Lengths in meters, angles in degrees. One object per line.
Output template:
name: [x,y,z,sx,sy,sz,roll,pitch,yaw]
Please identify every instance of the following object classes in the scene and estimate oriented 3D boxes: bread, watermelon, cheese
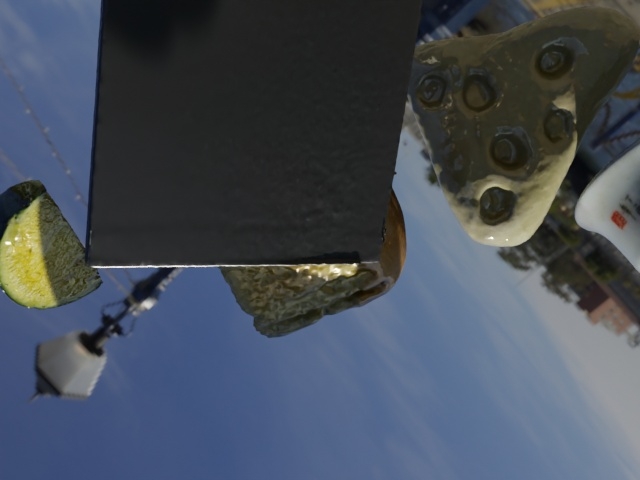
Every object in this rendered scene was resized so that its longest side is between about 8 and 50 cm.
bread: [0.000,0.000,0.962,0.262,0.204,0.162,-25,-88,-83]
watermelon: [-0.299,0.004,0.917,0.075,0.092,0.181,45,164,29]
cheese: [0.320,-0.163,1.358,0.129,0.351,0.328,-27,-75,-82]

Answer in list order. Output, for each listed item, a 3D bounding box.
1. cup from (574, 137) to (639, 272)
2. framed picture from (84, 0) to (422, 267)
cup: [0.576,-0.054,1.347,0.347,0.347,0.163,27,-145,-60]
framed picture: [-0.041,-0.138,0.685,0.255,0.338,0.014,-1,-160,-25]
